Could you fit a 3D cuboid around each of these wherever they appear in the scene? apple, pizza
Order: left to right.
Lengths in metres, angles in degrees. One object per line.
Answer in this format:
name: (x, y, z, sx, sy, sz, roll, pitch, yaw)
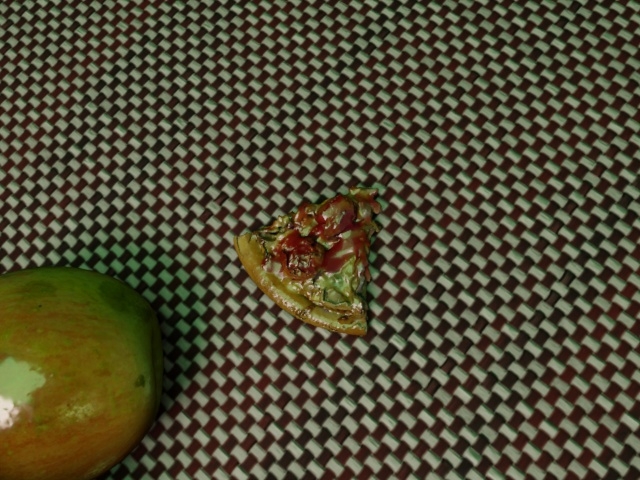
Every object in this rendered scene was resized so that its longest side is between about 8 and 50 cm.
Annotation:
apple: (-0.284, 0.149, 0.596, 0.226, 0.246, 0.246, -11, 72, -17)
pizza: (0.000, 0.000, 0.673, 0.200, 0.053, 0.193, 26, 78, 13)
